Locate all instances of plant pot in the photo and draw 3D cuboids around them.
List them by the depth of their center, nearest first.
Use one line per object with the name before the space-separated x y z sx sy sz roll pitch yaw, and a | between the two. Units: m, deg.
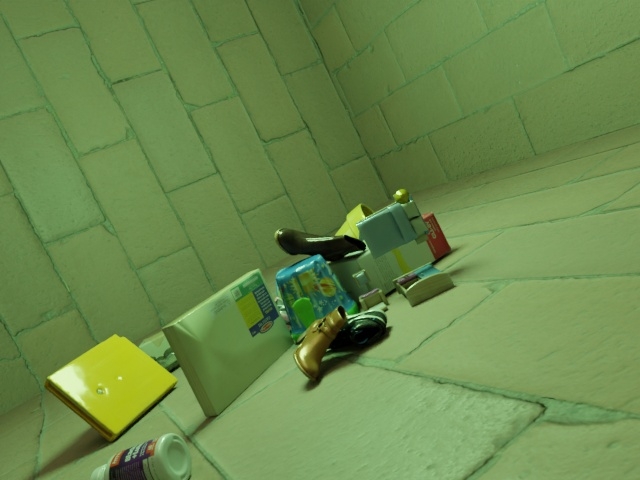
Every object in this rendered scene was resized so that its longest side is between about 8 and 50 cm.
plant pot | 0.166 0.008 2.379 0.239 0.254 0.254 -39 2 18

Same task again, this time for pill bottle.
pill bottle | -0.379 0.485 1.148 0.194 0.108 0.108 -24 6 13

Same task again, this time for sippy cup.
sippy cup | -0.025 0.175 1.756 0.240 0.224 0.305 -29 8 -24

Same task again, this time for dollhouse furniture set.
dollhouse furniture set | 0.204 0.035 1.631 0.287 0.303 0.198 -26 5 0

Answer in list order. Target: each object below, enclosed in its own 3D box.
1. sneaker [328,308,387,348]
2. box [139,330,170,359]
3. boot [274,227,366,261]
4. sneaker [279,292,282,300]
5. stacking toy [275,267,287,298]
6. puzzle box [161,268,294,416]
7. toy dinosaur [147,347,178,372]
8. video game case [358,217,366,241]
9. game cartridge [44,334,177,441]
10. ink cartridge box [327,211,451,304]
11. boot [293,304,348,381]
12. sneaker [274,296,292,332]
sneaker | 0.069 0.247 1.450 0.217 0.079 0.121 -24 6 15
box | -0.637 0.443 2.466 0.311 0.121 0.148 -27 7 -8
boot | 0.000 0.000 1.785 0.207 0.090 0.248 -17 -30 43
sneaker | -0.014 0.195 2.064 0.296 0.123 0.109 -9 16 -20
stacking toy | -0.015 0.178 2.183 0.302 0.175 0.166 -11 4 11
puzzle box | -0.247 0.279 1.591 0.052 0.272 0.409 -21 7 33
toy dinosaur | -0.625 0.491 2.212 0.314 0.121 0.160 -24 17 -23
video game case | 0.256 -0.016 2.177 0.274 0.196 0.026 -16 28 -36
game cartridge | -0.673 0.467 1.800 0.052 0.285 0.324 -58 -9 25
ink cartridge box | 0.219 0.068 1.943 0.385 0.160 0.279 -30 7 -30
boot | 0.008 0.251 1.384 0.152 0.073 0.197 -42 22 14
sneaker | -0.160 0.273 1.914 0.319 0.131 0.112 -28 7 -15
